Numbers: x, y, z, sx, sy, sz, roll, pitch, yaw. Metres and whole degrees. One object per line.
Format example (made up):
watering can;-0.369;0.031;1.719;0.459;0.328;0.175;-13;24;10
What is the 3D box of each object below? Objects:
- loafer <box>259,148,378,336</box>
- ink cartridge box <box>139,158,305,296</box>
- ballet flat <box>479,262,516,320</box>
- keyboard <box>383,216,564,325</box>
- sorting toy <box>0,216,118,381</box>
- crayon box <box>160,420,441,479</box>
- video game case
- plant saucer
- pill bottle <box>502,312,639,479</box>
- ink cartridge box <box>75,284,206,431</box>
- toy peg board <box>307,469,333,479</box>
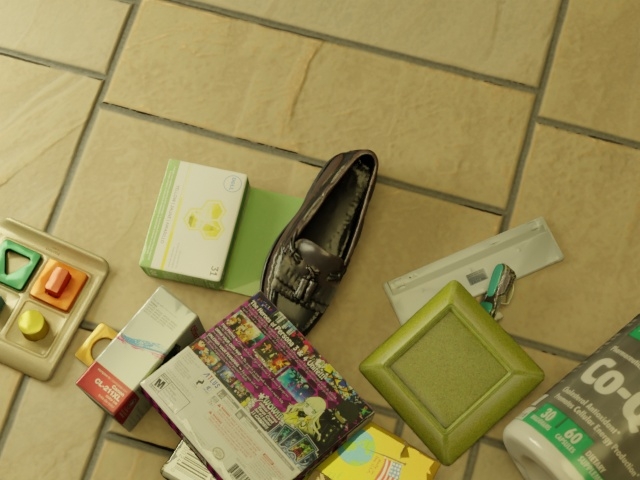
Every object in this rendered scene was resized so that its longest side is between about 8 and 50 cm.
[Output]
loafer;0.000;0.000;1.760;0.109;0.095;0.302;27;72;-11
ink cartridge box;-0.124;-0.011;1.802;0.235;0.056;0.171;12;72;7
ballet flat;0.246;0.089;1.763;0.041;0.041;0.114;25;84;10
keyboard;0.220;0.044;1.795;0.256;0.014;0.072;-23;77;-6
sorting toy;-0.421;0.079;1.782;0.348;0.047;0.196;23;73;9
crayon box;-0.025;0.310;1.674;0.318;0.081;0.202;29;75;11
video game case;-0.083;0.210;1.635;0.210;0.042;0.232;-38;71;-20
plant saucer;0.176;0.178;1.712;0.188;0.045;0.188;-43;75;1
pill bottle;0.433;0.213;1.629;0.361;0.204;0.204;-38;74;-11
ink cartridge box;-0.239;0.162;1.706;0.072;0.127;0.175;37;76;13
toy peg board;0.014;0.392;1.562;0.161;0.079;0.160;32;76;12
